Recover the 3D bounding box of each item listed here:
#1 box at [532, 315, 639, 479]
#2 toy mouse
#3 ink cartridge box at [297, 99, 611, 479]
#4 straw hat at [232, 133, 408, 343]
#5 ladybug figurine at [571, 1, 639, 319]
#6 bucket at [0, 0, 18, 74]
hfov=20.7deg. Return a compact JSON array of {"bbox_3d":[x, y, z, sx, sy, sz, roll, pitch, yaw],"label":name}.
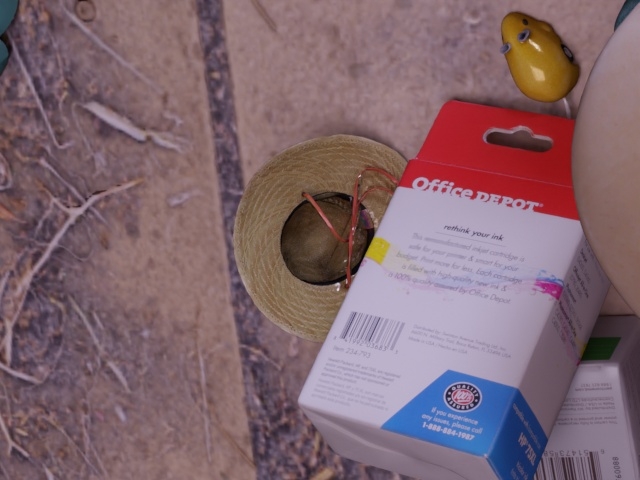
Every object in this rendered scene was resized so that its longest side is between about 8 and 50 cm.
[{"bbox_3d":[0.162,0.110,1.133,0.101,0.087,0.102,-4,107,24],"label":"box"},{"bbox_3d":[0.168,-0.143,1.068,0.143,0.031,0.161,-30,96,29],"label":"toy mouse"},{"bbox_3d":[0.098,0.033,1.082,0.134,0.231,0.078,13,155,31],"label":"ink cartridge box"},{"bbox_3d":[0.000,0.000,1.169,0.144,0.144,0.061,63,159,-8],"label":"straw hat"},{"bbox_3d":[0.361,-0.033,0.924,0.449,0.162,0.305,6,88,12],"label":"ladybug figurine"},{"bbox_3d":[-0.367,-0.172,1.194,0.281,0.183,0.281,8,112,20],"label":"bucket"}]
